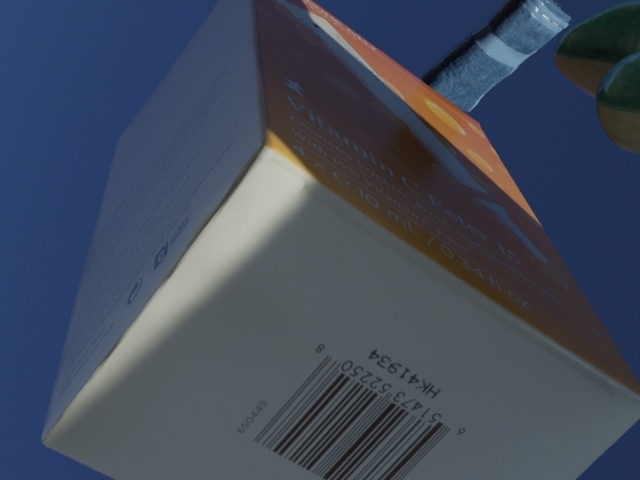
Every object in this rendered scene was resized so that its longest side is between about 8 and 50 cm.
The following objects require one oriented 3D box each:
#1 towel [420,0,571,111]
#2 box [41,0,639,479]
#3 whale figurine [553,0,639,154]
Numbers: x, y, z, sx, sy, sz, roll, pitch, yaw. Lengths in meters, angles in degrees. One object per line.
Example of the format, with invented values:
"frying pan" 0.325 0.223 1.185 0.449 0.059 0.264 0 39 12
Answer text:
"towel" 0.141 -0.153 0.802 0.119 0.067 0.029 -38 -117 26
"box" 0.000 0.000 0.572 0.168 0.215 0.345 -51 -159 19
"whale figurine" 0.216 -0.085 0.431 0.272 0.216 0.141 -131 -141 -61
